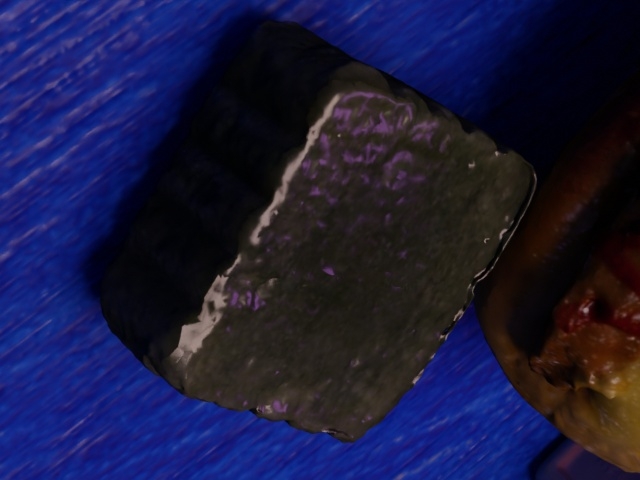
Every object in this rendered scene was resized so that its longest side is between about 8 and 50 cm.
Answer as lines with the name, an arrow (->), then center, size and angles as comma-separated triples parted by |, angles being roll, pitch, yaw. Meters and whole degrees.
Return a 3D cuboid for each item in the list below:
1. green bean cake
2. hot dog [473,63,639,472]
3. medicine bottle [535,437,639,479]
green bean cake -> 0.000, 0.000, 0.987 | 0.185, 0.094, 0.183 | 23, 100, -45
hot dog -> 0.263, -0.057, 1.050 | 0.405, 0.185, 0.223 | -47, 172, -5
medicine bottle -> 0.229, 0.191, 1.291 | 0.119, 0.094, 0.188 | -39, 134, -10
